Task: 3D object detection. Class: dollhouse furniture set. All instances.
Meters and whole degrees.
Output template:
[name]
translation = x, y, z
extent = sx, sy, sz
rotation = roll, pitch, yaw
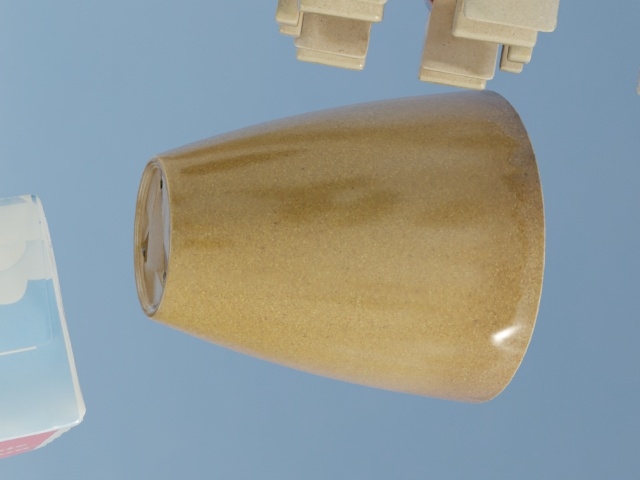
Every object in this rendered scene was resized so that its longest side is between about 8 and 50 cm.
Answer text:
[dollhouse furniture set]
translation = 0.104, -0.157, 0.880
extent = 0.262, 0.259, 0.135
rotation = 131, -32, -89

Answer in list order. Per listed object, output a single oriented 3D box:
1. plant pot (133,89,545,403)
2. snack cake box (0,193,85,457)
[plant pot]
translation = 0.000, 0.000, 1.243
extent = 0.237, 0.254, 0.237
rotation = -178, -90, -70
[snack cake box]
translation = -0.232, 0.059, 0.632
extent = 0.152, 0.264, 0.089
rotation = 141, -63, -71
